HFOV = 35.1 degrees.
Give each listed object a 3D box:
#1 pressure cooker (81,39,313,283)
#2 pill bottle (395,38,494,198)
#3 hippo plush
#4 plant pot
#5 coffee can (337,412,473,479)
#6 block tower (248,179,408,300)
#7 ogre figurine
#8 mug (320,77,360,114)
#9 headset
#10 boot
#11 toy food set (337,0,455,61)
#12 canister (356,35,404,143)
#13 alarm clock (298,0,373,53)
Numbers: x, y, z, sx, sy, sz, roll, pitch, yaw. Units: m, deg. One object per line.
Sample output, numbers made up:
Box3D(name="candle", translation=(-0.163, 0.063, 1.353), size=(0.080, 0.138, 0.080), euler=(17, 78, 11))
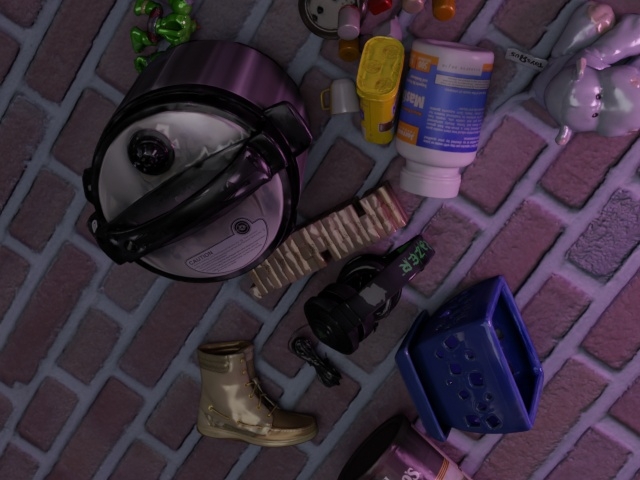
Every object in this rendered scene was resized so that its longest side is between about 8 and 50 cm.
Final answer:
Box3D(name="pressure cooker", translation=(-0.212, -0.130, 1.786), size=(0.376, 0.420, 0.369), euler=(14, 118, -4))
Box3D(name="pill bottle", translation=(0.218, -0.221, 1.843), size=(0.152, 0.152, 0.272), euler=(11, 107, 8))
Box3D(name="hippo plush", translation=(0.461, -0.287, 1.732), size=(0.294, 0.236, 0.234), euler=(11, 107, 8))
Box3D(name="plant pot", translation=(0.280, 0.233, 1.925), size=(0.212, 0.236, 0.236), euler=(-20, 101, 23))
Box3D(name="coffee can", translation=(0.198, 0.513, 2.029), size=(0.275, 0.201, 0.201), euler=(43, 109, -3))
Box3D(name="block tower", translation=(0.000, 0.000, 1.983), size=(0.335, 0.091, 0.097), euler=(-28, 98, 17))
Box3D(name="ogre figurine", translation=(-0.299, -0.408, 1.926), size=(0.118, 0.097, 0.197), euler=(17, 97, 18))
Box3D(name="mug", translation=(0.036, -0.273, 1.916), size=(0.078, 0.062, 0.064), euler=(-6, 96, 6))
Box3D(name="headset", translation=(0.080, 0.142, 1.940), size=(0.185, 0.243, 0.394), euler=(50, 130, -1))
Box3D(name="boot", translation=(-0.132, 0.314, 2.098), size=(0.262, 0.095, 0.203), euler=(5, 105, 14))
Box3D(name="toy food set", translation=(0.119, -0.418, 1.803), size=(0.232, 0.104, 0.111), euler=(-21, 140, 32))
Box3D(name="canister", translation=(0.109, -0.267, 1.827), size=(0.073, 0.170, 0.126), euler=(9, 65, 8))
Box3D(name="alarm clock", translation=(0.038, -0.423, 1.874), size=(0.129, 0.064, 0.192), euler=(-39, 98, 18))
